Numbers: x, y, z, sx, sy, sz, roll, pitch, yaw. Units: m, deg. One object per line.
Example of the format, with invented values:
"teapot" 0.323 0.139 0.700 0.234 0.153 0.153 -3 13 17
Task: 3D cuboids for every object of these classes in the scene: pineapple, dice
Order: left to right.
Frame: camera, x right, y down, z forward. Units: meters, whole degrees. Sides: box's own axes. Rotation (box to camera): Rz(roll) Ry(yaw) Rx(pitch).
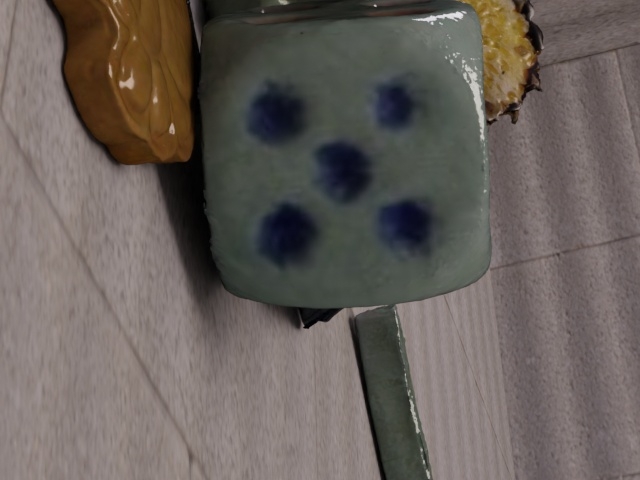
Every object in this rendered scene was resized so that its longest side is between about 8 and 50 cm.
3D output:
"dice" 0.027 -0.090 1.703 0.268 0.262 0.264 -85 172 -79
"pineapple" 0.103 -0.188 2.134 0.271 0.262 0.262 129 -43 -62

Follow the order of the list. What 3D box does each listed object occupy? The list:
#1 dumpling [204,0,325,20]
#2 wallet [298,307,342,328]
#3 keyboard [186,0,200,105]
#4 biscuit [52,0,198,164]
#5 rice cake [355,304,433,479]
"dumpling" -0.062 -0.258 1.902 0.152 0.108 0.219 -54 -130 52
"wallet" 0.002 0.000 1.966 0.222 0.036 0.167 140 -58 -70
"keyboard" -0.136 -0.229 1.789 0.074 0.015 0.196 14 65 -78
"biscuit" -0.168 -0.216 1.512 0.351 0.057 0.312 -20 96 -79
"rice cake" 0.105 0.253 2.353 0.063 0.066 0.336 10 69 -79
